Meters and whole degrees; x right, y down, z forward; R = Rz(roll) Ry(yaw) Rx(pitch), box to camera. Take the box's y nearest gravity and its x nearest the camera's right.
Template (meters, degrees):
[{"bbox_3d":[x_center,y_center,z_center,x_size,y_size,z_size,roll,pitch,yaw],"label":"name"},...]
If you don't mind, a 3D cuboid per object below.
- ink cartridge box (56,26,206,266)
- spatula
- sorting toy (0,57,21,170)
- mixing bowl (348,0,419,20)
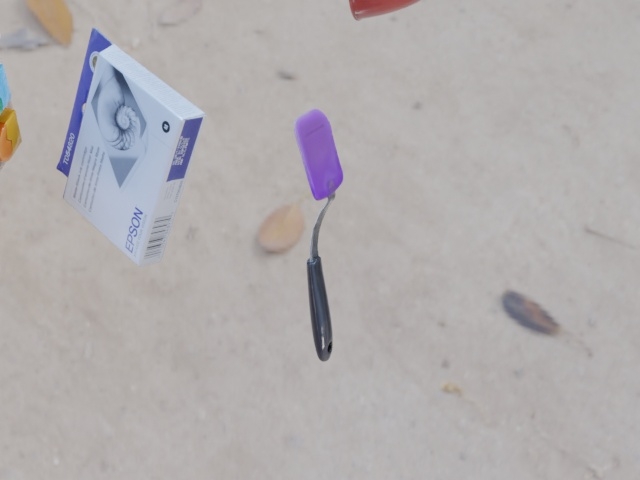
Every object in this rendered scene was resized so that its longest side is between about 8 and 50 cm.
[{"bbox_3d":[-0.255,-0.118,1.570,0.224,0.223,0.045,38,35,28],"label":"ink cartridge box"},{"bbox_3d":[0.000,0.000,1.408,0.030,0.296,0.084,9,24,22],"label":"spatula"},{"bbox_3d":[-0.412,-0.119,1.518,0.038,0.208,0.193,15,51,6],"label":"sorting toy"},{"bbox_3d":[0.101,-0.374,1.638,0.098,0.181,0.181,6,49,12],"label":"mixing bowl"}]
